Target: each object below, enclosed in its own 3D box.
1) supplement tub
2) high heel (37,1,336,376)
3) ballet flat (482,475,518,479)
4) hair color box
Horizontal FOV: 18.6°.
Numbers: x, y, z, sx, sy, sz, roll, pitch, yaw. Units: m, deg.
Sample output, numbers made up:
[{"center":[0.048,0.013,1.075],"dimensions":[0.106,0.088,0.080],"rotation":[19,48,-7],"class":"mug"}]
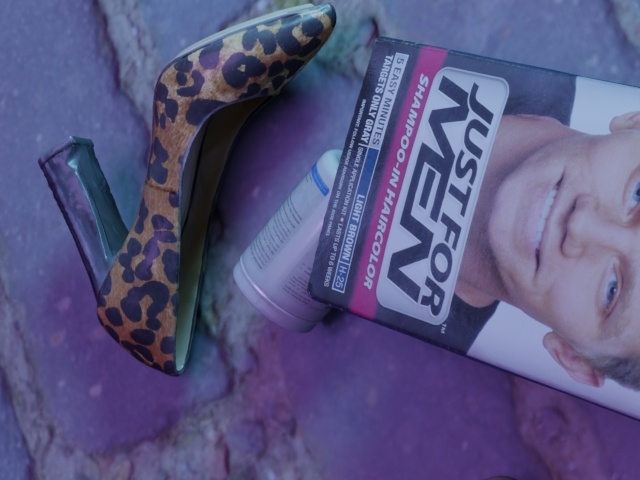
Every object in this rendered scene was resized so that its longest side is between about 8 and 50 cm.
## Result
[{"center":[0.000,0.000,1.280],"dimensions":[0.107,0.071,0.071],"rotation":[-49,58,20],"class":"supplement tub"},{"center":[-0.061,-0.033,1.334],"dimensions":[0.261,0.093,0.186],"rotation":[-32,77,26],"class":"high heel"},{"center":[0.039,0.221,1.224],"dimensions":[0.248,0.086,0.086],"rotation":[-34,65,27],"class":"ballet flat"},{"center":[0.155,-0.003,1.104],"dimensions":[0.347,0.105,0.174],"rotation":[18,94,48],"class":"hair color box"}]
